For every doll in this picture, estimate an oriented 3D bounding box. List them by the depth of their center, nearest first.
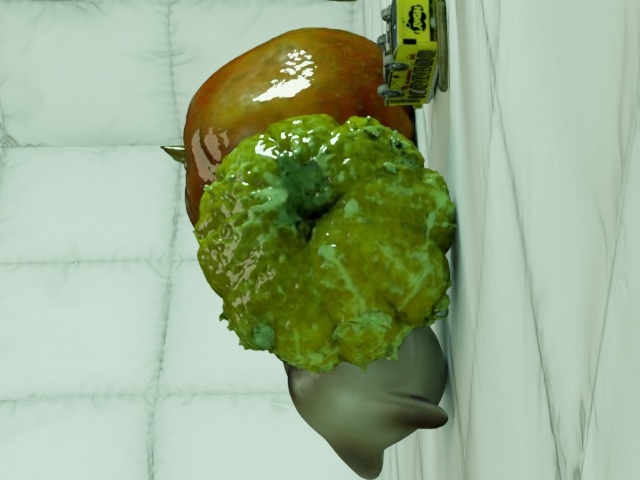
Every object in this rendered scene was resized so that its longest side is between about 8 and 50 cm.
[{"bbox_3d":[0.046,0.083,1.978,0.215,0.226,0.370,-42,32,40],"label":"doll"}]

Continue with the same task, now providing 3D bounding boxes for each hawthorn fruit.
[{"bbox_3d":[-0.047,-0.131,2.436,0.403,0.403,0.402,179,90,-89],"label":"hawthorn fruit"}]

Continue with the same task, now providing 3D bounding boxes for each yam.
[{"bbox_3d":[0.139,-0.223,1.823,0.014,0.014,0.107,-104,11,-87],"label":"yam"}]

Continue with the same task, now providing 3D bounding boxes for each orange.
[{"bbox_3d":[0.000,0.000,1.772,0.223,0.300,0.301,77,-160,-70],"label":"orange"}]

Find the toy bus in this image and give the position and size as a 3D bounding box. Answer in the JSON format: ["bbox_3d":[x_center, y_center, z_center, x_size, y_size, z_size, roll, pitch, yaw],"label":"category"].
[{"bbox_3d":[0.108,-0.233,1.944,0.226,0.074,0.081,93,175,-75],"label":"toy bus"}]

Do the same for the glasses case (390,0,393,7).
[{"bbox_3d":[0.118,-0.306,2.184,0.178,0.045,0.067,90,179,-82],"label":"glasses case"}]
